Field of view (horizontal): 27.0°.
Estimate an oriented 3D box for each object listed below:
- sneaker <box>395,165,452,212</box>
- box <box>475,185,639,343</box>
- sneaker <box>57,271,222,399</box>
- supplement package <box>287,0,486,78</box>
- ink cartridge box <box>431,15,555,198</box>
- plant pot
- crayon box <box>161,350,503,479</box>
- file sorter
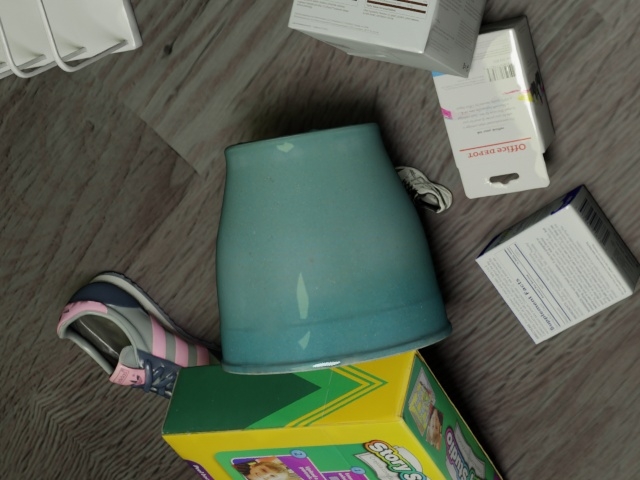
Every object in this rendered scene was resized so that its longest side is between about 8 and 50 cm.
[{"bbox_3d":[0.115,-0.060,1.574,0.083,0.037,0.032,25,122,14],"label":"sneaker"},{"bbox_3d":[0.272,0.028,1.521,0.137,0.072,0.126,-32,97,31],"label":"box"},{"bbox_3d":[-0.212,0.177,1.772,0.319,0.131,0.112,34,121,7],"label":"sneaker"},{"bbox_3d":[0.085,-0.288,1.357,0.149,0.194,0.203,15,94,19],"label":"supplement package"},{"bbox_3d":[0.194,-0.146,1.484,0.104,0.061,0.181,-8,108,26],"label":"ink cartridge box"},{"bbox_3d":[0.000,0.000,1.536,0.271,0.271,0.255,-7,94,27],"label":"plant pot"},{"bbox_3d":[0.033,0.279,1.634,0.313,0.106,0.363,-8,139,26],"label":"crayon box"},{"bbox_3d":[-0.399,-0.289,1.623,0.277,0.173,0.193,-5,110,27],"label":"file sorter"}]
